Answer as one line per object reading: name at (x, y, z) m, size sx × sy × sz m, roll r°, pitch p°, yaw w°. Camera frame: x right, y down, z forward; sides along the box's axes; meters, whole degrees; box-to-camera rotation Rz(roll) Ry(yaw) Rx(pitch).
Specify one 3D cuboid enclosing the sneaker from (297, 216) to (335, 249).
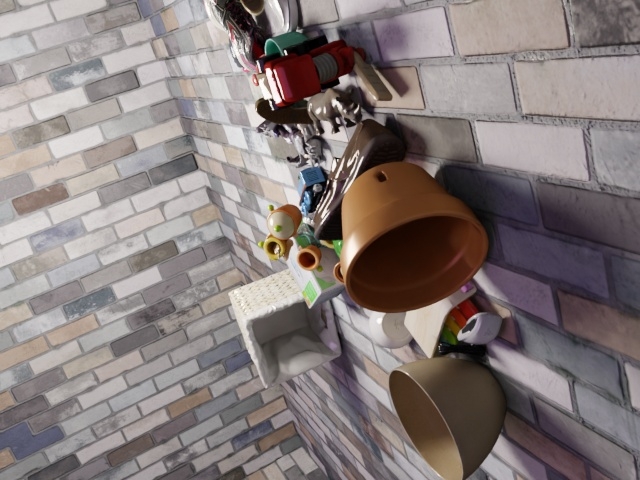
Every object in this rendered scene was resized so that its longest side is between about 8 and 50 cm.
sneaker at (0.000, 0.000, 2.019) m, size 0.166 × 0.076 × 0.065 m, roll 35°, pitch 175°, yaw 13°

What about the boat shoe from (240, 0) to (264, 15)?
boat shoe at (-0.198, -0.692, 1.801) m, size 0.072 × 0.068 × 0.190 m, roll 85°, pitch 166°, yaw -76°

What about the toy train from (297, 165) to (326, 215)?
toy train at (-0.027, -0.147, 1.979) m, size 0.184 × 0.080 × 0.105 m, roll 113°, pitch 138°, yaw -71°

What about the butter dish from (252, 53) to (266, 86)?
butter dish at (-0.133, -0.458, 1.807) m, size 0.160 × 0.118 × 0.160 m, roll 10°, pitch 122°, yaw 68°

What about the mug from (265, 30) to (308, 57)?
mug at (-0.071, -0.457, 1.668) m, size 0.130 × 0.097 × 0.158 m, roll 63°, pitch 163°, yaw 6°

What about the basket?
basket at (-0.135, 0.311, 2.476) m, size 0.266 × 0.331 × 0.329 m, roll -133°, pitch 25°, yaw -58°

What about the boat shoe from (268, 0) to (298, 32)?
boat shoe at (-0.128, -0.637, 1.619) m, size 0.095 × 0.084 × 0.258 m, roll 24°, pitch 136°, yaw 63°

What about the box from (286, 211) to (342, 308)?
box at (-0.021, 0.062, 2.148) m, size 0.262 × 0.126 × 0.231 m, roll 63°, pitch 164°, yaw 11°

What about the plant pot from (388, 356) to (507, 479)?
plant pot at (0.313, 0.383, 1.507) m, size 0.284 × 0.190 × 0.284 m, roll 55°, pitch 160°, yaw 32°

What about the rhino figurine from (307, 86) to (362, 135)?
rhino figurine at (0.037, -0.317, 1.587) m, size 0.243 × 0.073 × 0.106 m, roll 14°, pitch 129°, yaw 66°

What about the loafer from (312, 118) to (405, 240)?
loafer at (0.082, -0.137, 1.546) m, size 0.366 × 0.133 × 0.130 m, roll -57°, pitch 42°, yaw 41°

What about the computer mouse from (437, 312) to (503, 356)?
computer mouse at (0.329, 0.210, 1.404) m, size 0.193 × 0.105 × 0.042 m, roll 107°, pitch 170°, yaw -58°

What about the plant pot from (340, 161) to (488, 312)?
plant pot at (0.165, -0.020, 1.325) m, size 0.291 × 0.290 × 0.204 m, roll 86°, pitch 169°, yaw -48°

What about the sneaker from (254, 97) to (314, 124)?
sneaker at (-0.094, -0.351, 1.742) m, size 0.086 × 0.192 × 0.064 m, roll 51°, pitch 132°, yaw 51°

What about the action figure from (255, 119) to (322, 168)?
action figure at (-0.083, -0.307, 1.899) m, size 0.285 × 0.099 × 0.185 m, roll 44°, pitch 147°, yaw 42°

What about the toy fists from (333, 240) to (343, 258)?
toy fists at (0.098, -0.018, 1.758) m, size 0.279 × 0.096 × 0.142 m, roll 159°, pitch 102°, yaw -72°

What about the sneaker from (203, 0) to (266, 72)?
sneaker at (-0.221, -0.614, 1.863) m, size 0.112 × 0.121 × 0.299 m, roll 26°, pitch 155°, yaw 46°

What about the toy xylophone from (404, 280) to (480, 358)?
toy xylophone at (0.257, 0.147, 1.540) m, size 0.236 × 0.081 × 0.323 m, roll 58°, pitch 160°, yaw 23°

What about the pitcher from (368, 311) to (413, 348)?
pitcher at (0.185, 0.205, 1.784) m, size 0.207 × 0.125 × 0.178 m, roll 115°, pitch 145°, yaw -81°

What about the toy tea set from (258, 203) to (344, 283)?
toy tea set at (-0.031, 0.021, 1.930) m, size 0.335 × 0.124 × 0.200 m, roll 18°, pitch 117°, yaw 12°

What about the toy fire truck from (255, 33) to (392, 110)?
toy fire truck at (0.016, -0.352, 1.408) m, size 0.246 × 0.217 × 0.159 m, roll 9°, pitch 123°, yaw 52°
